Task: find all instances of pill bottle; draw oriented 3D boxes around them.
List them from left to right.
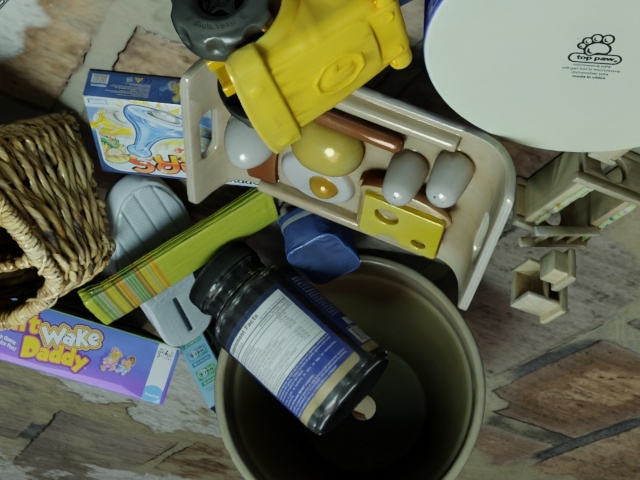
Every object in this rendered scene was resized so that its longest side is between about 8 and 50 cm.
[{"bbox_3d":[-0.040,0.105,1.259,0.219,0.123,0.123,41,154,14],"label":"pill bottle"}]

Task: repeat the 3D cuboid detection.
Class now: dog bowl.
[{"bbox_3d":[0.213,-0.184,0.873,0.265,0.104,0.265,5,150,3],"label":"dog bowl"}]

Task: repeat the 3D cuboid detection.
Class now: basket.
[{"bbox_3d":[-0.394,0.006,1.135,0.299,0.223,0.213,-9,102,21],"label":"basket"}]

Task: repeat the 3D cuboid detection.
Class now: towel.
[{"bbox_3d":[-0.154,0.015,1.243,0.237,0.021,0.102,-32,164,-7],"label":"towel"}]

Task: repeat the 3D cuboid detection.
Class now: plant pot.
[{"bbox_3d":[0.045,0.202,1.432,0.323,0.323,0.280,4,168,6],"label":"plant pot"}]

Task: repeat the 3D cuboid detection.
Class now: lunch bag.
[{"bbox_3d":[0.000,0.000,1.282,0.067,0.065,0.098,-26,142,14],"label":"lunch bag"}]

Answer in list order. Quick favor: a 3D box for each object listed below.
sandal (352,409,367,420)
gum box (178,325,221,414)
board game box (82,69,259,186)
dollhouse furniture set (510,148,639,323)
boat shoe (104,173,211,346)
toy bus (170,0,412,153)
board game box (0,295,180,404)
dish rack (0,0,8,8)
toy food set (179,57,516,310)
[{"bbox_3d":[-0.052,0.205,1.637,0.265,0.076,0.102,15,175,8],"label":"sandal"},{"bbox_3d":[-0.145,0.176,1.511,0.041,0.184,0.157,-32,145,-3],"label":"gum box"},{"bbox_3d":[-0.133,-0.111,1.145,0.201,0.035,0.136,6,150,2],"label":"board game box"},{"bbox_3d":[0.281,-0.018,1.091,0.101,0.161,0.182,19,149,-19],"label":"dollhouse furniture set"},{"bbox_3d":[-0.209,0.019,1.328,0.094,0.109,0.302,41,156,31],"label":"boat shoe"},{"bbox_3d":[-0.016,-0.211,0.829,0.211,0.220,0.149,-30,157,3],"label":"toy bus"},{"bbox_3d":[-0.381,0.115,1.457,0.347,0.078,0.233,20,175,-21],"label":"board game box"},{"bbox_3d":[-0.279,-0.262,0.769,0.074,0.208,0.271,36,169,22],"label":"dish rack"},{"bbox_3d":[0.017,-0.044,1.036,0.306,0.092,0.219,23,152,9],"label":"toy food set"}]
